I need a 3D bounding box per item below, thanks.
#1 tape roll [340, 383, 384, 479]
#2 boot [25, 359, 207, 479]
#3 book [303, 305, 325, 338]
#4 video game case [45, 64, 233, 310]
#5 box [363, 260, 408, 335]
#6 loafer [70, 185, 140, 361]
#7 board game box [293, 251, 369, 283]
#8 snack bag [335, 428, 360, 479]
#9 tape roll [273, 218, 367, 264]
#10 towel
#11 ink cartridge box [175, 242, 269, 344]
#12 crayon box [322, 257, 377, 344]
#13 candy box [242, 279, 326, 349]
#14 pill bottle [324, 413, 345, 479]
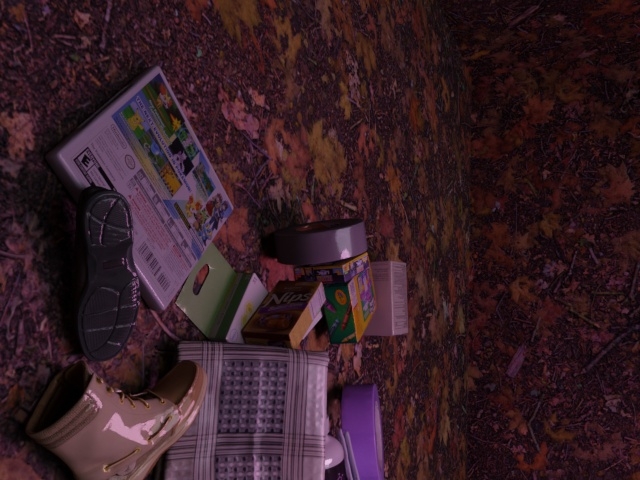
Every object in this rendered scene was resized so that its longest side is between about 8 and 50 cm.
[{"bbox_3d":[0.119,0.538,1.653,0.275,0.090,0.274,-5,90,-82],"label":"tape roll"},{"bbox_3d":[-0.299,0.244,0.919,0.262,0.095,0.203,-51,131,-35],"label":"boot"},{"bbox_3d":[-0.040,0.177,1.539,0.144,0.035,0.096,-46,123,-55],"label":"book"},{"bbox_3d":[-0.293,-0.095,1.060,0.329,0.036,0.300,66,33,-33],"label":"video game case"},{"bbox_3d":[0.194,0.182,1.894,0.149,0.127,0.232,11,77,-63],"label":"box"},{"bbox_3d":[-0.331,0.048,0.906,0.096,0.084,0.267,-5,110,-39],"label":"loafer"},{"bbox_3d":[0.032,0.073,1.569,0.170,0.141,0.048,-22,106,-62],"label":"board game box"},{"bbox_3d":[0.067,0.670,1.431,0.342,0.037,0.323,97,-16,-47],"label":"snack bag"},{"bbox_3d":[0.000,0.000,1.426,0.219,0.219,0.072,-25,109,-62],"label":"tape roll"},{"bbox_3d":[-0.134,0.354,1.096,0.312,0.056,0.324,10,78,-24],"label":"towel"},{"bbox_3d":[-0.184,0.131,1.228,0.235,0.056,0.171,63,35,-42],"label":"ink cartridge box"},{"bbox_3d":[0.086,0.161,1.687,0.278,0.081,0.165,-42,124,-69],"label":"crayon box"},{"bbox_3d":[-0.073,0.156,1.267,0.186,0.109,0.053,-55,139,-53],"label":"candy box"},{"bbox_3d":[-0.033,0.555,1.329,0.181,0.182,0.322,-4,90,-64],"label":"pill bottle"}]
